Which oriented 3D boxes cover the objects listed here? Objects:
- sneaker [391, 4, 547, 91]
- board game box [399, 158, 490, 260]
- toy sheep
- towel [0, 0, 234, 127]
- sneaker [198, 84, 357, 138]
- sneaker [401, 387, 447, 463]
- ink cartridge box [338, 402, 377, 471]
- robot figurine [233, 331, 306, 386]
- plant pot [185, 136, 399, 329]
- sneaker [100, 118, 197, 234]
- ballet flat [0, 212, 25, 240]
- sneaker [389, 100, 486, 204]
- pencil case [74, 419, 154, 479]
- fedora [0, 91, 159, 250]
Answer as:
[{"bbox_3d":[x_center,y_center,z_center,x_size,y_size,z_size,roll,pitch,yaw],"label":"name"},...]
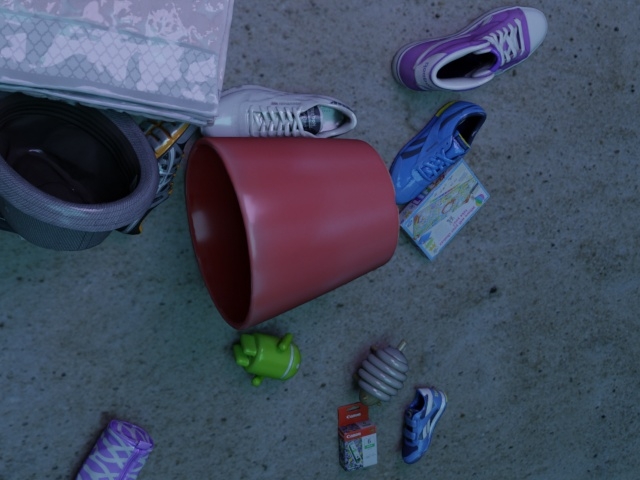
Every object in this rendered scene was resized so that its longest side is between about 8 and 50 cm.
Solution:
[{"bbox_3d":[0.271,-0.293,1.387,0.282,0.161,0.102,-26,112,-17],"label":"sneaker"},{"bbox_3d":[0.206,-0.054,1.492,0.154,0.026,0.103,-47,126,-5],"label":"board game box"},{"bbox_3d":[0.107,0.224,1.502,0.091,0.091,0.132,27,93,-28],"label":"toy sheep"},{"bbox_3d":[-0.271,-0.328,1.155,0.332,0.053,0.316,6,86,-27],"label":"towel"},{"bbox_3d":[-0.063,-0.183,1.306,0.235,0.095,0.090,-8,110,-20],"label":"sneaker"},{"bbox_3d":[0.173,0.329,1.583,0.059,0.053,0.144,24,85,-28],"label":"sneaker"},{"bbox_3d":[0.065,0.344,1.550,0.063,0.029,0.115,-10,109,-21],"label":"ink cartridge box"},{"bbox_3d":[-0.082,0.187,1.418,0.115,0.067,0.101,20,119,-29],"label":"robot figurine"},{"bbox_3d":[-0.037,-0.031,1.267,0.243,0.275,0.274,-13,110,-22],"label":"plant pot"},{"bbox_3d":[-0.241,-0.101,1.264,0.215,0.084,0.083,-50,129,2],"label":"sneaker"},{"bbox_3d":[-0.423,-0.038,1.205,0.203,0.074,0.074,13,99,-26],"label":"ballet flat"},{"bbox_3d":[0.189,-0.142,1.438,0.069,0.082,0.209,41,88,-30],"label":"sneaker"},{"bbox_3d":[-0.332,0.378,1.351,0.086,0.088,0.206,25,93,-30],"label":"pencil case"},{"bbox_3d":[-0.345,-0.090,1.150,0.244,0.275,0.124,-18,150,-45],"label":"fedora"}]
